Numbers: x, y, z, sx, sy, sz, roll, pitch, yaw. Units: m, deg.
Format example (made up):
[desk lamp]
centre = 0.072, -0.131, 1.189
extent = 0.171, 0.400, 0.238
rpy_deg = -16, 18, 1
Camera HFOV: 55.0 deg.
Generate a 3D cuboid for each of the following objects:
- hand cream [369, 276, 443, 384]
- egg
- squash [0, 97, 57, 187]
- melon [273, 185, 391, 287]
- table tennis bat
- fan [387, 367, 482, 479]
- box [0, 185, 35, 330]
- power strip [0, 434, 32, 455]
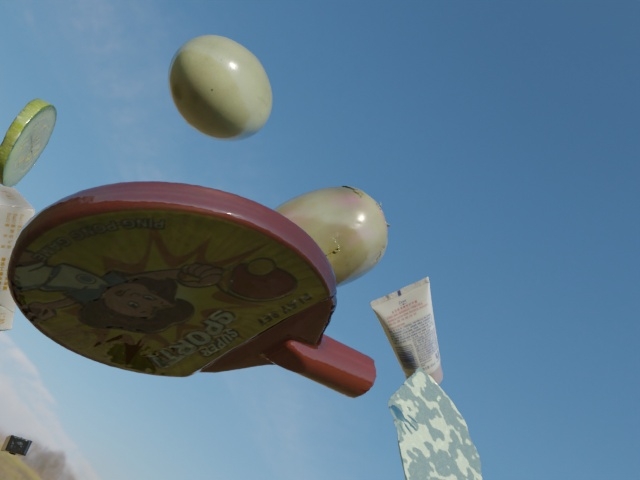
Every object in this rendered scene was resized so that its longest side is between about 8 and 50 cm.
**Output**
[hand cream]
centre = 0.192, 0.204, 1.306
extent = 0.083, 0.133, 0.247
rpy_deg = -132, -157, -62
[egg]
centre = -0.225, -0.340, 1.393
extent = 0.219, 0.219, 0.269
rpy_deg = 19, -22, 33
[squash]
centre = -0.666, -0.219, 1.389
extent = 0.041, 0.219, 0.219
rpy_deg = 27, -29, -14
[melon]
centre = 0.000, 0.000, 1.351
extent = 0.223, 0.317, 0.222
rpy_deg = 161, -90, -85
[table tennis bat]
centre = -0.067, 0.055, 0.453
extent = 0.200, 0.038, 0.310
rpy_deg = -32, -46, 28
[fan]
centre = 0.121, 0.212, 0.648
extent = 0.131, 0.240, 0.009
rpy_deg = 36, -68, -4
[box]
centre = -0.587, 0.029, 1.113
extent = 0.149, 0.067, 0.233
rpy_deg = 29, -73, 50
[power strip]
centre = -0.524, 0.354, 1.057
extent = 0.038, 0.029, 0.111
rpy_deg = 25, -28, -20
